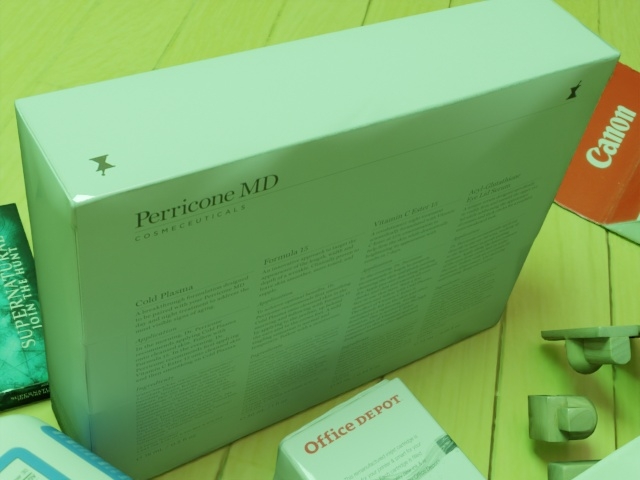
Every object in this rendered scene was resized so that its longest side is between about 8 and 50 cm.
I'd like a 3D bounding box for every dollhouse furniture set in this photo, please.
[{"bbox_3d":[0.228,0.144,0.697,0.144,0.123,0.151,0,82,-12],"label":"dollhouse furniture set"}]

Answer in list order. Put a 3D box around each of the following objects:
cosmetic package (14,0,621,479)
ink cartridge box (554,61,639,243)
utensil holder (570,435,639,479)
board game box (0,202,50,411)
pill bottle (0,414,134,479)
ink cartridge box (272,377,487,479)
[{"bbox_3d":[0.000,0.000,0.602,0.377,0.285,0.097,-19,54,-28],"label":"cosmetic package"},{"bbox_3d":[0.418,-0.100,0.926,0.384,0.091,0.308,30,48,13],"label":"ink cartridge box"},{"bbox_3d":[0.266,0.281,0.375,0.327,0.328,0.386,-12,53,-23],"label":"utensil holder"},{"bbox_3d":[-0.277,0.054,0.667,0.126,0.026,0.186,-13,52,-24],"label":"board game box"},{"bbox_3d":[-0.166,0.180,0.507,0.221,0.124,0.124,29,48,15],"label":"pill bottle"},{"bbox_3d":[0.052,0.184,0.593,0.109,0.063,0.150,-24,56,-30],"label":"ink cartridge box"}]
